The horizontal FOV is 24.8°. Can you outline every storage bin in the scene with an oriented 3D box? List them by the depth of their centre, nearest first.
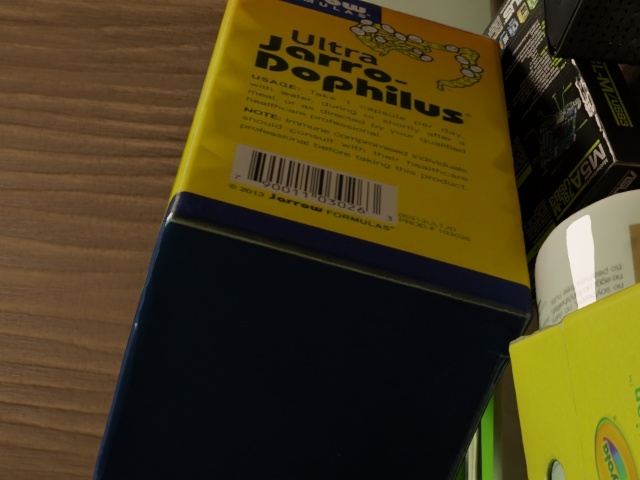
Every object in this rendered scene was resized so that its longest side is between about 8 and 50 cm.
[{"bbox_3d":[0.197,-0.213,0.937,0.122,0.084,0.180,106,167,-59],"label":"storage bin"}]

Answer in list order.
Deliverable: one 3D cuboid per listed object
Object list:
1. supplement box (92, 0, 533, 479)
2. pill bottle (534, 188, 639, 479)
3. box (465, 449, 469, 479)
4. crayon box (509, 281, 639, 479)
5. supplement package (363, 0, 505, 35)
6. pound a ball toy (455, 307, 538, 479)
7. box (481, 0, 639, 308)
[{"bbox_3d":[0.000,0.000,0.908,0.356,0.195,0.194,-84,11,-59],"label":"supplement box"},{"bbox_3d":[0.172,0.101,0.683,0.131,0.131,0.229,105,168,-57],"label":"pill bottle"},{"bbox_3d":[0.101,0.118,1.129,0.091,0.170,0.130,111,164,-68],"label":"box"},{"bbox_3d":[0.177,0.095,0.478,0.318,0.081,0.202,145,122,-64],"label":"crayon box"},{"bbox_3d":[0.060,-0.243,1.233,0.198,0.199,0.262,-70,-24,-53],"label":"supplement package"},{"bbox_3d":[0.154,0.206,0.925,0.208,0.136,0.319,-29,52,51],"label":"pound a ball toy"},{"bbox_3d":[0.145,-0.065,1.024,0.190,0.045,0.184,-58,40,45],"label":"box"}]
